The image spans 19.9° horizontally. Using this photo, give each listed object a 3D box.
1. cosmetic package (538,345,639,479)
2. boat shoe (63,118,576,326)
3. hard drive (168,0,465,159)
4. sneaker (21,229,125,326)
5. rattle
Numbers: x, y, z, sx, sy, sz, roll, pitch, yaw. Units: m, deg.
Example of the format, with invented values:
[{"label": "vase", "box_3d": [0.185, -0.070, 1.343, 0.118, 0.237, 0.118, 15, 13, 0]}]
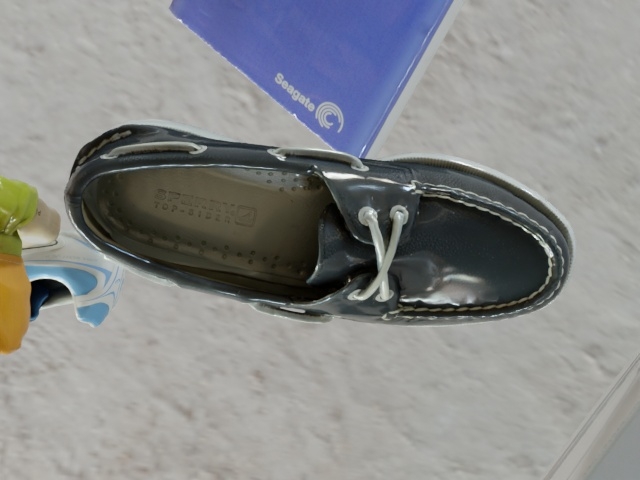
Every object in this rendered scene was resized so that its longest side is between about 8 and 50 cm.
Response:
[{"label": "cosmetic package", "box_3d": [0.158, 0.097, 0.774, 0.097, 0.377, 0.284, 39, 88, 9]}, {"label": "boat shoe", "box_3d": [0.000, 0.000, 1.061, 0.302, 0.091, 0.114, 6, 105, 3]}, {"label": "hard drive", "box_3d": [0.027, -0.244, 1.360, 0.210, 0.040, 0.319, 41, 123, 18]}, {"label": "sneaker", "box_3d": [-0.279, 0.021, 1.596, 0.237, 0.085, 0.086, 10, 70, 29]}, {"label": "rattle", "box_3d": [-0.310, 0.018, 1.434, 0.199, 0.130, 0.143, -1, 88, 16]}]
